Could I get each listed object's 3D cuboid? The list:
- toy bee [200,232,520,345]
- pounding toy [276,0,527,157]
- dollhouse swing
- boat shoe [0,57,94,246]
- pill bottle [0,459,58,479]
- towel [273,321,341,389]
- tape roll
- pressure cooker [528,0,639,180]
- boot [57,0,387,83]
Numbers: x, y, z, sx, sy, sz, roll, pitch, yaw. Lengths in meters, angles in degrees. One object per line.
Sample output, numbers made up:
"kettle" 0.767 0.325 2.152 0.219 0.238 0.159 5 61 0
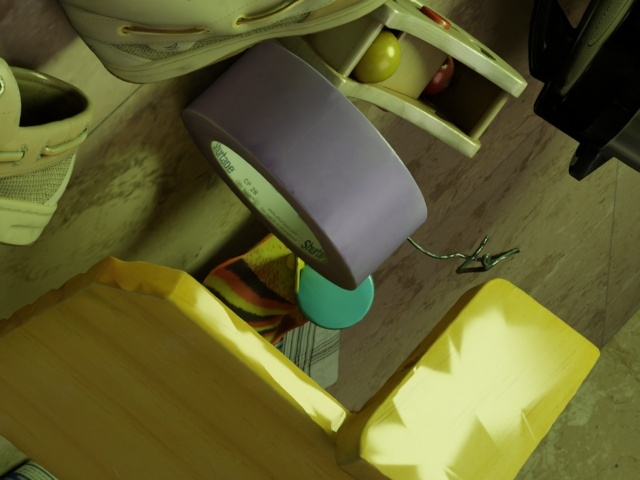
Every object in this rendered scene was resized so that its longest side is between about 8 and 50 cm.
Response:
"toy bee" 0.000 0.000 1.399 0.298 0.162 0.195 -23 -178 -24
"pounding toy" 0.055 -0.117 1.238 0.155 0.154 0.269 -54 158 14
"dollhouse swing" -0.046 0.095 1.201 0.347 0.305 0.315 -28 -167 47
"boat shoe" -0.227 -0.071 0.833 0.110 0.121 0.341 -55 169 6
"pill bottle" -0.285 0.278 1.331 0.186 0.112 0.112 -33 155 -35
"towel" -0.096 0.166 1.586 0.312 0.056 0.324 -38 158 -26
"tape roll" -0.013 -0.056 1.164 0.080 0.189 0.189 -43 159 -10
"pressure cooker" 0.417 -0.200 1.460 0.370 0.420 0.375 -57 179 -18
"boot" -0.053 -0.194 0.889 0.262 0.095 0.203 -20 160 12
